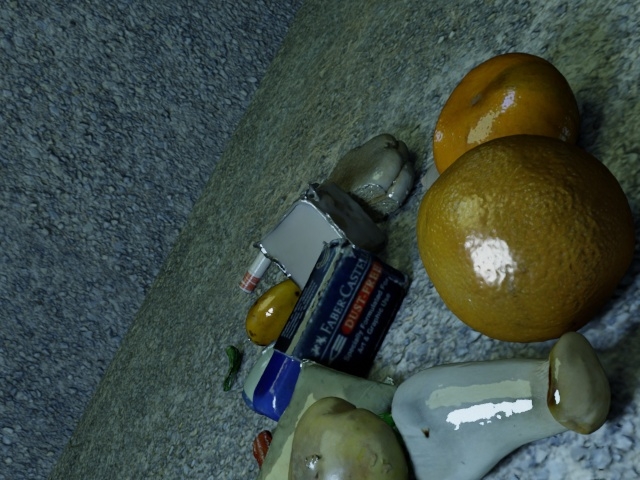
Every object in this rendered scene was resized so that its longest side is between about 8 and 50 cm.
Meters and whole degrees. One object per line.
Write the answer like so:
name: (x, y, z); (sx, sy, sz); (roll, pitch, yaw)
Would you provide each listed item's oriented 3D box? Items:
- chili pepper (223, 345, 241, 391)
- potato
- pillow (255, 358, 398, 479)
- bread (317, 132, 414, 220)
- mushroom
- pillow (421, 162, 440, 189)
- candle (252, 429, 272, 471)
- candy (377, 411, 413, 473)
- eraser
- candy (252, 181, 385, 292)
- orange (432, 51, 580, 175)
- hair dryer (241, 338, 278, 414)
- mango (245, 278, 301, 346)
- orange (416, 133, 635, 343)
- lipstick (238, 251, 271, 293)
chili pepper: (-0.201, 0.289, 2.308); (0.055, 0.035, 0.118); (121, 157, -48)
potato: (0.032, 0.352, 1.297); (0.191, 0.141, 0.296); (-11, 83, 51)
pillow: (-0.005, 0.333, 1.550); (0.185, 0.075, 0.302); (13, 69, 31)
bread: (0.090, -0.123, 2.045); (0.337, 0.102, 0.183); (-24, 40, 60)
mushroom: (0.213, 0.206, 1.186); (0.328, 0.159, 0.122); (-29, 12, 49)
pillow: (0.273, -0.169, 1.676); (0.270, 0.067, 0.173); (-55, 24, 15)
candle: (-0.082, 0.421, 1.754); (0.051, 0.048, 0.329); (-45, 18, 3)
candy: (0.048, 0.389, 1.421); (0.323, 0.097, 0.097); (-65, 17, 10)
eraser: (0.015, 0.166, 1.707); (0.332, 0.155, 0.101); (-63, 19, -9)
candy: (0.000, 0.000, 1.923); (0.195, 0.185, 0.137); (-50, -10, 34)
orange: (0.278, -0.163, 1.481); (0.240, 0.171, 0.240); (-42, 27, 28)
hair dryer: (-0.008, 0.169, 1.898); (0.296, 0.119, 0.298); (-40, 13, 33)
mango: (-0.090, 0.148, 2.111); (0.178, 0.090, 0.115); (-48, -22, 20)
orange: (0.240, -0.005, 1.204); (0.264, 0.264, 0.264); (-51, 20, 26)
lipstick: (-0.157, 0.071, 2.511); (0.131, 0.038, 0.038); (-56, 18, 11)
